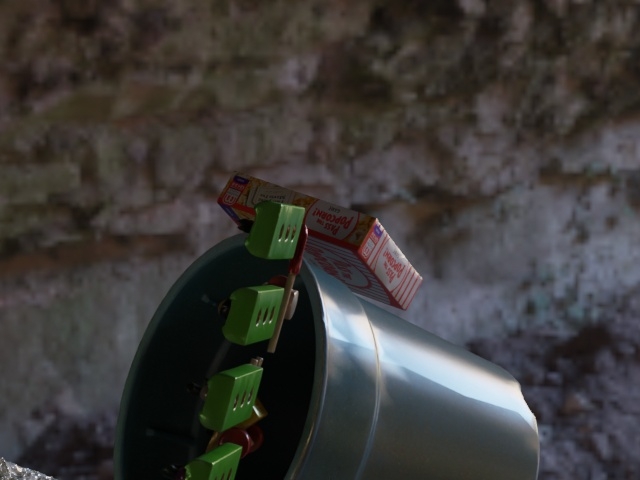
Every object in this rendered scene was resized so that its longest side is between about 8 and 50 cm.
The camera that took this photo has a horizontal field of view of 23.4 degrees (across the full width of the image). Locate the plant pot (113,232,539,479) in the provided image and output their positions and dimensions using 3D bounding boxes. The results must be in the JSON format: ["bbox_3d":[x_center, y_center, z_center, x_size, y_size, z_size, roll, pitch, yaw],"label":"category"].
[{"bbox_3d":[0.022,0.203,1.574,0.334,0.341,0.341,22,-3,-33],"label":"plant pot"}]

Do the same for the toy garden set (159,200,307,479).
[{"bbox_3d":[-0.067,0.085,1.258,0.049,0.244,0.204,15,2,9],"label":"toy garden set"}]

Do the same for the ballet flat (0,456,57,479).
[{"bbox_3d":[-0.533,0.381,2.310,0.409,0.147,0.147,25,-8,-41],"label":"ballet flat"}]

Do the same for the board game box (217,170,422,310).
[{"bbox_3d":[0.000,0.000,1.689,0.193,0.045,0.147,19,-18,34],"label":"board game box"}]
